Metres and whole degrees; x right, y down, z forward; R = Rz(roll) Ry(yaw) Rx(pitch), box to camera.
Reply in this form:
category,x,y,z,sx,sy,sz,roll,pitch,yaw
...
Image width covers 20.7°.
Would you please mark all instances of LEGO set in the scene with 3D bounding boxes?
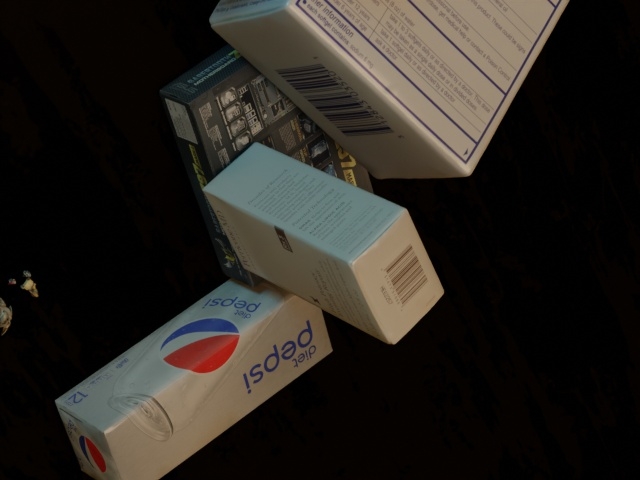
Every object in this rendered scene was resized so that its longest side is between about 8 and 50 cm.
category,x,y,z,sx,sy,sz,roll,pitch,yaw
LEGO set,-0.300,0.062,1.657,0.083,0.023,0.054,-49,133,-16

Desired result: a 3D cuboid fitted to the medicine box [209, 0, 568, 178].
category,x,y,z,sx,sy,sz,roll,pitch,yaw
medicine box,0.084,-0.249,1.723,0.263,0.149,0.289,41,69,-28

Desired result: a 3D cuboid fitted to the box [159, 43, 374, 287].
category,x,y,z,sx,sy,sz,roll,pitch,yaw
box,-0.050,-0.096,1.799,0.183,0.059,0.232,-37,128,-26

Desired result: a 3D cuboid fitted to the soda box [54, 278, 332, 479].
category,x,y,z,sx,sy,sz,roll,pitch,yaw
soda box,-0.126,0.138,1.804,0.286,0.091,0.098,-34,127,-28

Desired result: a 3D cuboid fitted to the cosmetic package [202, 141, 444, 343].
category,x,y,z,sx,sy,sz,roll,pitch,yaw
cosmetic package,0.000,0.000,1.676,0.085,0.231,0.117,-43,130,-21
